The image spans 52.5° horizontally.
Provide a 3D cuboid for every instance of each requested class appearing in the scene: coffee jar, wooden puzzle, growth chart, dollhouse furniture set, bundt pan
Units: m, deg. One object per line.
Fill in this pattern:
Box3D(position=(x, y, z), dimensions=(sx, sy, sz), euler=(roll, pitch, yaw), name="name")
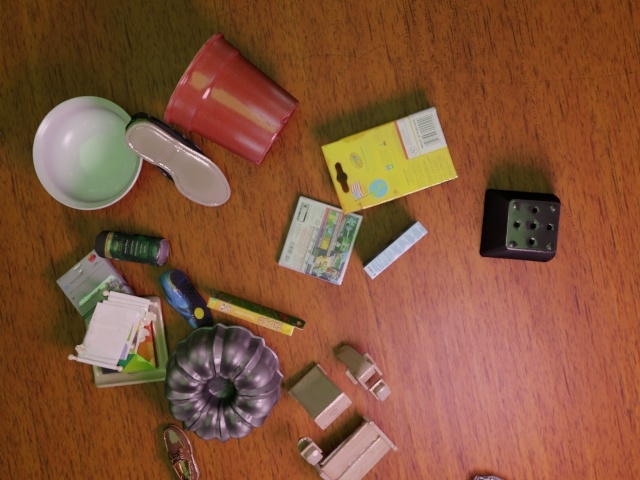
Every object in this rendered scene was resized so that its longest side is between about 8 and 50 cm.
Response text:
Box3D(position=(-0.517, 0.020, 1.781), dimensions=(0.184, 0.096, 0.079), euler=(7, 89, 2), name="coffee jar")
Box3D(position=(-0.543, 0.285, 1.817), dimensions=(0.221, 0.044, 0.239), euler=(-7, 91, 4), name="wooden puzzle")
Box3D(position=(-0.554, 0.247, 1.760), dimensions=(0.172, 0.021, 0.237), euler=(25, 97, -23), name="growth chart")
Box3D(position=(0.091, 0.508, 1.793), dimensions=(0.303, 0.174, 0.355), euler=(-42, 119, -9), name="dollhouse furniture set")
Box3D(position=(-0.266, 0.395, 1.738), dimensions=(0.330, 0.124, 0.331), euler=(0, 101, -1), name="bundt pan")

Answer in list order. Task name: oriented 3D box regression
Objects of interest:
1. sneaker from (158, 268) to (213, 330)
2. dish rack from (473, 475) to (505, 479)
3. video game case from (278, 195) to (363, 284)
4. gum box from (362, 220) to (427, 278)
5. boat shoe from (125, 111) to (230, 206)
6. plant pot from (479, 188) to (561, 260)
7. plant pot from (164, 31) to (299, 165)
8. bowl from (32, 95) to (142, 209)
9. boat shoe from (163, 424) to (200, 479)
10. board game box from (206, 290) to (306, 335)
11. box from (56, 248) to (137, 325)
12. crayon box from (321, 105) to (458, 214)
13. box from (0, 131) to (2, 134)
Box3D(position=(-0.375, 0.175, 1.802), dimensions=(0.082, 0.069, 0.209), euler=(-23, 102, 39), name="sneaker")
Box3D(position=(0.454, 0.776, 1.766), dimensions=(0.208, 0.074, 0.271), euler=(27, 91, 1), name="dish rack")
Box3D(position=(0.000, 0.000, 1.788), dimensions=(0.183, 0.023, 0.201), euler=(18, 92, 3), name="video game case")
Box3D(position=(0.193, 0.022, 1.711), dimensions=(0.184, 0.157, 0.041), euler=(-40, 90, 3), name="gum box")
Box3D(position=(-0.373, -0.217, 1.716), dimensions=(0.127, 0.113, 0.340), euler=(-43, 129, 17), name="boat shoe")
Box3D(position=(0.531, -0.039, 1.686), dimensions=(0.187, 0.167, 0.188), euler=(5, 91, 3), name="plant pot")
Box3D(position=(-0.217, -0.347, 1.683), dimensions=(0.265, 0.272, 0.272), euler=(33, 93, -6), name="plant pot")
Box3D(position=(-0.605, -0.230, 1.759), dimensions=(0.297, 0.134, 0.298), euler=(0, 91, 4), name="bowl")
Box3D(position=(-0.390, 0.600, 1.810), dimensions=(0.064, 0.060, 0.178), euler=(-23, 90, 4), name="boat shoe")
Box3D(position=(-0.168, 0.198, 1.753), dimensions=(0.259, 0.124, 0.039), euler=(16, 94, 3), name="board game box")
Box3D(position=(-0.617, 0.138, 1.794), dimensions=(0.145, 0.038, 0.186), euler=(-41, 79, -3), name="box")
Box3D(position=(0.182, -0.210, 1.742), dimensions=(0.318, 0.081, 0.202), euler=(-18, 91, 3), name="crayon box")
Box3D(position=(-0.973, -0.272, 1.760), dimensions=(0.091, 0.170, 0.130), euler=(31, 92, 2), name="box")
